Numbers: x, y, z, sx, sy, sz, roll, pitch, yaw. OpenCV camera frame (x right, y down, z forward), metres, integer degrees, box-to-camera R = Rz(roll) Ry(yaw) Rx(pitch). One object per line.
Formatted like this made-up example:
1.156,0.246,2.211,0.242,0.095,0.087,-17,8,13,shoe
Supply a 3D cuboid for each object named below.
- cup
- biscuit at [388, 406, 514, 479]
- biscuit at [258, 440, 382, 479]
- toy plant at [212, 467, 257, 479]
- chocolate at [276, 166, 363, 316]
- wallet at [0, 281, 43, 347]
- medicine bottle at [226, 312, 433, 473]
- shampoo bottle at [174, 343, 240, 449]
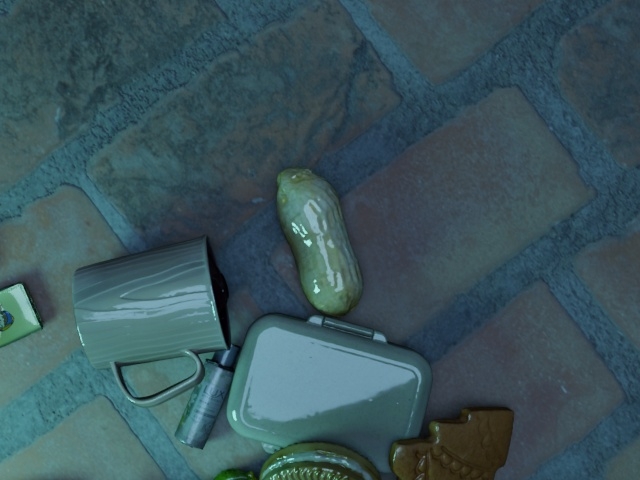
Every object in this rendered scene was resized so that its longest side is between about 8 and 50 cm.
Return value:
-0.306,0.153,1.793,0.273,0.208,0.288,-11,96,-1,cup
0.266,0.432,1.823,0.306,0.043,0.284,-42,118,-12,biscuit
-0.002,0.489,1.796,0.259,0.079,0.259,3,127,4,biscuit
-0.196,0.504,1.838,0.162,0.093,0.092,-28,89,-5,toy plant
0.000,0.000,1.843,0.134,0.134,0.309,-21,90,-2,chocolate
-0.640,0.156,1.865,0.155,0.039,0.110,-24,92,-2,wallet
0.018,0.294,1.831,0.375,0.123,0.282,15,91,-1,medicine bottle
-0.218,0.300,1.854,0.072,0.072,0.214,23,87,0,shampoo bottle
